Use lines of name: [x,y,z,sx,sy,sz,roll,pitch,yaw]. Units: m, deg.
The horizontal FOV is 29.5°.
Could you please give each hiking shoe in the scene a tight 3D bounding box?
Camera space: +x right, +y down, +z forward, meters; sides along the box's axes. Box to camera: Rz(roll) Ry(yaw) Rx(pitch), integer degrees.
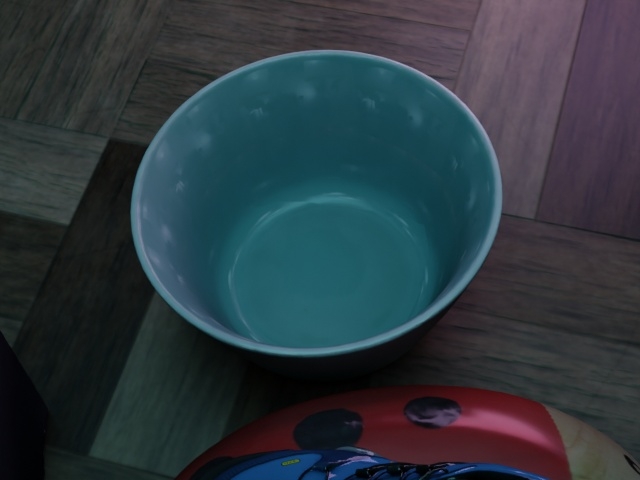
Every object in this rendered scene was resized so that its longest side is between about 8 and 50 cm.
hiking shoe: [0.054,0.176,0.786,0.304,0.132,0.113,4,59,7]

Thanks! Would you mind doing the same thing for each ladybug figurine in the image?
ladybug figurine: [0.056,0.241,0.921,0.449,0.162,0.305,-7,58,1]

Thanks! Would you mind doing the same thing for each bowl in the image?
bowl: [0.000,0.000,1.079,0.311,0.163,0.312,-2,58,3]

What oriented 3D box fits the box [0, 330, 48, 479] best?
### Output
box: [-0.400,0.256,0.944,0.343,0.179,0.313,-8,56,-1]
